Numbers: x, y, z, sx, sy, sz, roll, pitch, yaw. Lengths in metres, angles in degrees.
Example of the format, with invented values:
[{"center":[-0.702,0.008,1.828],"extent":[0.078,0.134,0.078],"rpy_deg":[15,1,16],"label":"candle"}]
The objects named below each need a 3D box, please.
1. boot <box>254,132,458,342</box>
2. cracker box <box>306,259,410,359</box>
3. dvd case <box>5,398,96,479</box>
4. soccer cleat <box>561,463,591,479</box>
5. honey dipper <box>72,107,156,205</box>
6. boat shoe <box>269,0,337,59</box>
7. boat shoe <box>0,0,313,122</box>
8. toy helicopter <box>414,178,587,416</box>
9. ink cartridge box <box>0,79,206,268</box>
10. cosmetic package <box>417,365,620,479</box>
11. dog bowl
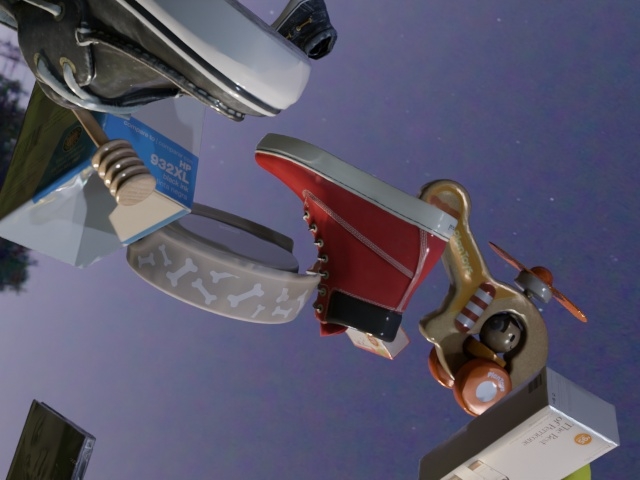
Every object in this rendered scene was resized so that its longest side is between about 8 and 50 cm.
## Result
[{"center":[0.000,0.000,0.757],"extent":[0.244,0.088,0.176],"rpy_deg":[31,-84,24],"label":"boot"},{"center":[0.083,0.144,1.559],"extent":[0.067,0.232,0.156],"rpy_deg":[-41,-157,-20],"label":"cracker box"},{"center":[-0.333,0.288,0.831],"extent":[0.221,0.018,0.164],"rpy_deg":[0,-109,55],"label":"dvd case"},{"center":[0.353,0.450,1.082],"extent":[0.289,0.093,0.121],"rpy_deg":[-58,174,-16],"label":"soccer cleat"},{"center":[-0.167,-0.092,0.493],"extent":[0.161,0.030,0.030],"rpy_deg":[53,-57,20],"label":"honey dipper"},{"center":[-0.038,-0.300,1.084],"extent":[0.183,0.065,0.083],"rpy_deg":[-35,-104,61],"label":"boat shoe"},{"center":[-0.135,-0.137,0.472],"extent":[0.335,0.121,0.119],"rpy_deg":[37,-83,40],"label":"boat shoe"},{"center":[0.246,0.066,1.052],"extent":[0.140,0.235,0.355],"rpy_deg":[-135,-159,-76],"label":"toy helicopter"},{"center":[-0.250,-0.152,0.842],"extent":[0.223,0.129,0.307],"rpy_deg":[-23,-128,37],"label":"ink cartridge box"},{"center":[0.220,0.248,0.819],"extent":[0.239,0.099,0.060],"rpy_deg":[-53,-165,38],"label":"cosmetic package"},{"center":[-0.164,0.030,1.192],"extent":[0.349,0.349,0.102],"rpy_deg":[33,-76,52],"label":"dog bowl"}]
